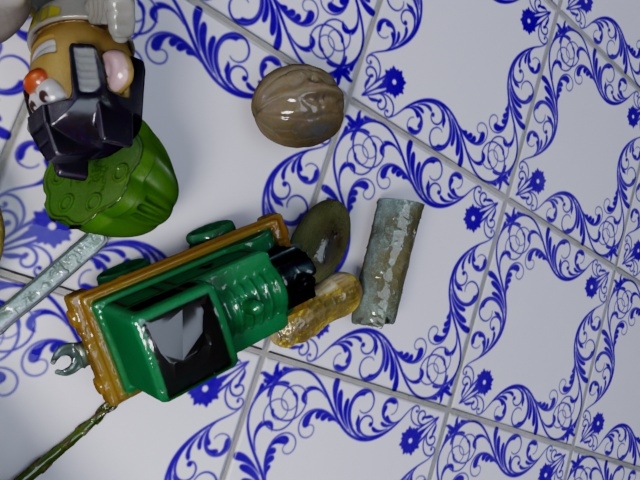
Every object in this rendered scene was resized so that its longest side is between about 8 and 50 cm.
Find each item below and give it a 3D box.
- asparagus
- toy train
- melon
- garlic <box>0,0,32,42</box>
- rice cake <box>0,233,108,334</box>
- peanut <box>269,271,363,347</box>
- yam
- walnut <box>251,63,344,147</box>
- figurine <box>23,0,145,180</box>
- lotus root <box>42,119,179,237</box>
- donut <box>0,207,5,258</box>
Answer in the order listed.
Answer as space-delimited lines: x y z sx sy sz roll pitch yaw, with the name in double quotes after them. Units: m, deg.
-0.378 0.301 0.923 0.248 0.025 0.024 -41 99 -26 "asparagus"
-0.165 0.092 0.924 0.429 0.249 0.178 -25 106 -31 "toy train"
0.000 0.000 1.130 0.099 0.099 0.162 38 70 -30 "melon"
-0.444 -0.334 0.684 0.246 0.340 0.231 0 102 -62 "garlic"
-0.384 0.056 0.902 0.207 0.033 0.033 -46 106 -23 "rice cake"
-0.010 0.120 1.136 0.207 0.087 0.087 -29 108 -33 "peanut"
0.127 0.042 1.226 0.093 0.093 0.259 19 82 -34 "yam"
-0.036 -0.225 1.074 0.162 0.140 0.140 -6 96 -44 "walnut"
-0.296 -0.222 0.796 0.143 0.308 0.308 -7 97 -25 "figurine"
-0.270 -0.071 0.914 0.186 0.186 0.186 -2 93 -35 "lotus root"
-0.484 0.028 0.799 0.259 0.101 0.152 -51 124 -26 "donut"
